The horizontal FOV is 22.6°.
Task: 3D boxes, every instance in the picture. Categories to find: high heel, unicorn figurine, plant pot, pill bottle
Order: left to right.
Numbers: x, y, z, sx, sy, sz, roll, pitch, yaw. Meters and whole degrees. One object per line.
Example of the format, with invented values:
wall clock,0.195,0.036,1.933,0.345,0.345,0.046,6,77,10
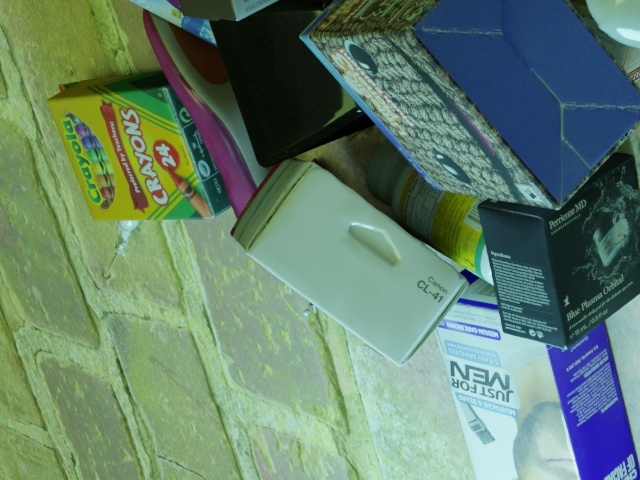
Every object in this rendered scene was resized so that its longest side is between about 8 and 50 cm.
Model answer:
unicorn figurine,-0.312,-0.046,2.509,0.111,0.060,0.162,-34,72,58
high heel,-0.138,-0.137,2.120,0.377,0.127,0.181,54,137,0
plant pot,0.017,-0.206,1.799,0.167,0.188,0.187,-10,101,53
pill bottle,0.155,-0.042,1.829,0.208,0.118,0.117,33,140,33

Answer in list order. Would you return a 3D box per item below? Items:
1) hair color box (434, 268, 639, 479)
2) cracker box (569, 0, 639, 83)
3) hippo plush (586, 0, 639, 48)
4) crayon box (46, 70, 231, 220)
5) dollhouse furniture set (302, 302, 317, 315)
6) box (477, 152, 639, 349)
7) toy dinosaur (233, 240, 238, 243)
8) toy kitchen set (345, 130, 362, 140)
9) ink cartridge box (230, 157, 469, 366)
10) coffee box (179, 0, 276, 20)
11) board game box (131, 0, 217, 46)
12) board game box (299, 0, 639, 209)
hair color box,0.259,0.203,1.904,0.185,0.110,0.338,9,125,48
cracker box,0.264,-0.274,1.540,0.156,0.067,0.232,38,143,29
hippo plush,0.341,-0.232,1.272,0.294,0.236,0.234,-21,118,42
crayon box,-0.269,-0.132,2.309,0.319,0.081,0.202,-1,116,44
dollhouse furniture set,0.009,0.080,2.157,0.091,0.081,0.114,6,156,7
box,0.261,0.006,1.692,0.093,0.156,0.158,13,126,47
toy dinosaur,0.000,0.000,2.067,0.112,0.212,0.064,78,-173,-56
toy kitchen set,0.030,-0.170,1.941,0.068,0.083,0.075,-37,85,16
ink cartridge box,0.023,0.015,1.861,0.226,0.131,0.306,36,-179,-7
coffee box,-0.046,-0.347,1.724,0.098,0.246,0.141,15,127,47
board game box,-0.211,-0.419,1.936,0.318,0.066,0.318,27,143,0
board game box,0.145,-0.169,1.586,0.232,0.141,0.291,47,169,-17
